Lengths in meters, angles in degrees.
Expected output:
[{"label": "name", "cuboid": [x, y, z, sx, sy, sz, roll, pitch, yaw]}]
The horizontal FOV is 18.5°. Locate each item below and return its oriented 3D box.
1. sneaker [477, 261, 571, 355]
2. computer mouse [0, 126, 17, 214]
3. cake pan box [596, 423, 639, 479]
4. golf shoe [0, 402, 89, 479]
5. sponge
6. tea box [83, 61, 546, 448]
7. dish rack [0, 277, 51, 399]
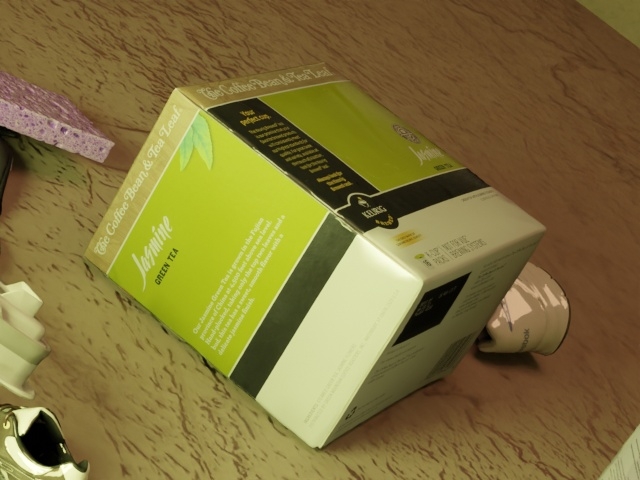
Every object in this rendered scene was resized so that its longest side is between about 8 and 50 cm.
[{"label": "sneaker", "cuboid": [0.167, 0.024, 2.325, 0.129, 0.111, 0.297, -7, 40, -41]}, {"label": "computer mouse", "cuboid": [-0.391, -0.119, 1.994, 0.184, 0.060, 0.262, 25, 24, -16]}, {"label": "cake pan box", "cuboid": [0.297, 0.286, 1.788, 0.070, 0.246, 0.267, 29, 22, -14]}, {"label": "golf shoe", "cuboid": [-0.250, 0.155, 1.587, 0.198, 0.094, 0.077, 42, 27, 26]}, {"label": "sponge", "cuboid": [-0.327, -0.147, 2.071, 0.210, 0.031, 0.117, 22, 15, -44]}, {"label": "tea box", "cuboid": [0.000, 0.000, 2.025, 0.323, 0.220, 0.329, 40, 24, 17]}, {"label": "dish rack", "cuboid": [-0.355, -0.025, 1.580, 0.333, 0.072, 0.285, 42, -1, 43]}]
